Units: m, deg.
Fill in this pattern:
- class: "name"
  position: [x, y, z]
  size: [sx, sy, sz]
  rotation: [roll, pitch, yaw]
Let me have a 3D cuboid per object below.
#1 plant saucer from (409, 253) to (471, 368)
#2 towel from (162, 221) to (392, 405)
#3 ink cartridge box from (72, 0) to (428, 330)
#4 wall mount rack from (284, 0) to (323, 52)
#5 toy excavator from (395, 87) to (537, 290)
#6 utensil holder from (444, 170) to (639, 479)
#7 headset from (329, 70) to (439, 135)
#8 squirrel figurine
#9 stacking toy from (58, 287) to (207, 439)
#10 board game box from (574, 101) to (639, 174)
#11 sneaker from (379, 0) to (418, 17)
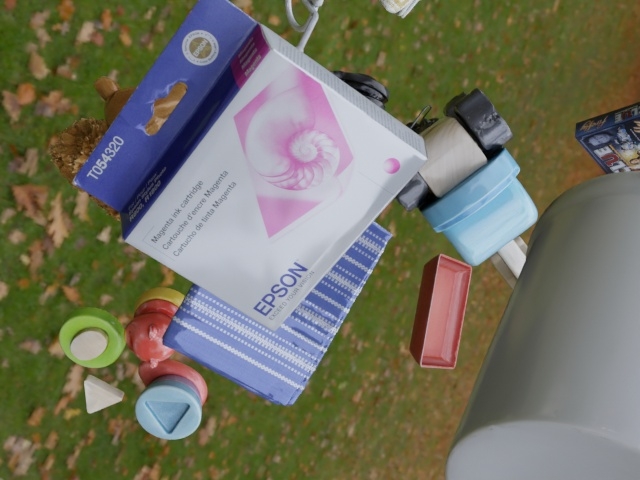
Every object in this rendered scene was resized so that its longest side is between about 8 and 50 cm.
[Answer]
- class: "plant saucer"
  position: [0.280, 0.170, 2.227]
  size: [0.258, 0.048, 0.259]
  rotation: [18, 81, -63]
- class: "towel"
  position: [-0.067, 0.073, 1.480]
  size: [0.336, 0.243, 0.040]
  rotation: [-59, -163, 2]
- class: "ink cartridge box"
  position: [-0.094, -0.084, 1.172]
  size: [0.324, 0.330, 0.071]
  rotation: [-49, -159, 24]
- class: "wall mount rack"
  position: [-0.026, -0.498, 1.694]
  size: [0.130, 0.304, 0.350]
  rotation: [-8, 140, -30]
- class: "toy excavator"
  position: [0.307, -0.035, 1.759]
  size: [0.222, 0.445, 0.433]
  rotation: [-36, -174, 5]
- class: "utensil holder"
  position: [0.344, 0.162, 1.079]
  size: [0.385, 0.328, 0.327]
  rotation: [-55, 156, -40]
- class: "headset"
  position: [0.079, -0.245, 2.074]
  size: [0.394, 0.185, 0.243]
  rotation: [-7, 93, -24]
- class: "squirrel figurine"
  position: [-0.308, -0.154, 1.749]
  size: [0.370, 0.397, 0.281]
  rotation: [19, 52, -68]
- class: "stacking toy"
  position: [-0.371, 0.261, 1.833]
  size: [0.130, 0.280, 0.309]
  rotation: [-82, 164, -62]
- class: "board game box"
  position: [0.657, -0.179, 1.937]
  size: [0.243, 0.165, 0.042]
  rotation: [38, 51, -33]
- class: "sneaker"
  position: [0.171, -0.403, 1.422]
  size: [0.108, 0.292, 0.169]
  rotation: [38, 88, -28]
